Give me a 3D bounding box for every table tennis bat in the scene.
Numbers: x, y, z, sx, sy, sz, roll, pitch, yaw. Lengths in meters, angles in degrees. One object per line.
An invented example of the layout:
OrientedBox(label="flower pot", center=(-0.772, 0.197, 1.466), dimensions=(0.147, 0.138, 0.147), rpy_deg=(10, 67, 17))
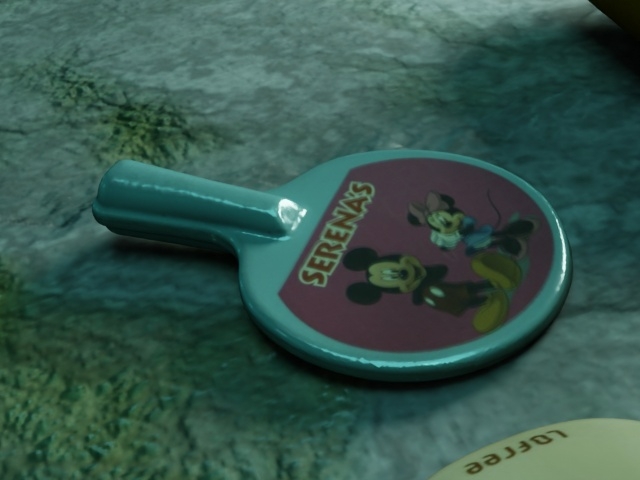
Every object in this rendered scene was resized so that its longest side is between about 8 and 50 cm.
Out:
OrientedBox(label="table tennis bat", center=(0.000, 0.000, 0.614), dimensions=(0.244, 0.040, 0.153), rpy_deg=(13, 44, 21))

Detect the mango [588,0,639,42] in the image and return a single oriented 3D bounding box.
OrientedBox(label="mango", center=(0.216, -0.153, 0.686), dimensions=(0.138, 0.113, 0.253), rpy_deg=(-34, 42, -27))

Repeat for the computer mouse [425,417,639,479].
OrientedBox(label="computer mouse", center=(0.103, 0.140, 0.374), dimensions=(0.145, 0.082, 0.236), rpy_deg=(-17, 38, -9))
